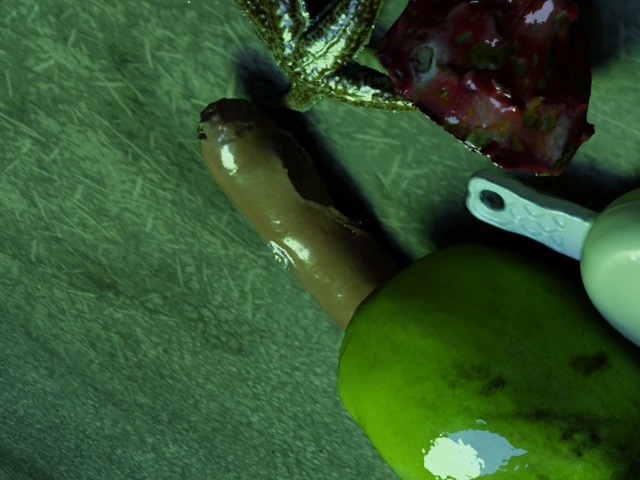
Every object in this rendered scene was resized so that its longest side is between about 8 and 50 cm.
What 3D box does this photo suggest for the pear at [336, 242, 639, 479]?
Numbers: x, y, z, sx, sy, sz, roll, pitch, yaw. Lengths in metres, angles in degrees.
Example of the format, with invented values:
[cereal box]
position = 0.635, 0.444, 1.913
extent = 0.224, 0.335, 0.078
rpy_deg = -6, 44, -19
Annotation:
[pear]
position = 0.137, 0.114, 1.157
extent = 0.269, 0.212, 0.212
rpy_deg = 17, 147, 33

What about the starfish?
[starfish]
position = -0.007, -0.137, 1.082
extent = 0.213, 0.057, 0.238
rpy_deg = 37, 151, 9

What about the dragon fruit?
[dragon fruit]
position = 0.125, -0.124, 0.936
extent = 0.153, 0.153, 0.111
rpy_deg = 36, 118, -4

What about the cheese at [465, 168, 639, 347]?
[cheese]
position = 0.226, 0.024, 1.070
extent = 0.249, 0.071, 0.163
rpy_deg = 10, 142, 35

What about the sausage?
[sausage]
position = 0.000, 0.000, 1.255
extent = 0.326, 0.079, 0.087
rpy_deg = 51, 173, -29
